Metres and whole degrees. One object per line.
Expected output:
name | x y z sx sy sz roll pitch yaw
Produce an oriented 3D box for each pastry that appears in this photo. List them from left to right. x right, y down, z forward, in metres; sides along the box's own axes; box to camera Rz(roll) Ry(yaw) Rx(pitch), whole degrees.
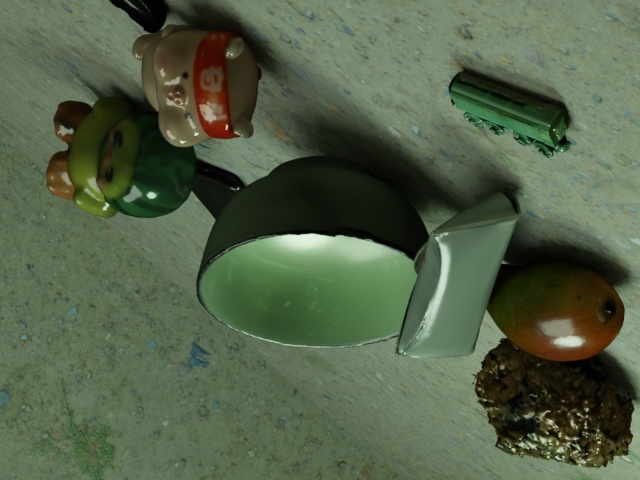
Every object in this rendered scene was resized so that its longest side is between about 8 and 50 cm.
pastry | 0.359 0.268 2.139 0.275 0.193 0.275 31 165 9

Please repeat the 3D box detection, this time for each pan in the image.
pan | -0.267 -0.348 1.869 0.115 0.040 0.212 34 173 8

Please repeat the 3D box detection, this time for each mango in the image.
mango | 0.304 0.092 1.835 0.146 0.129 0.289 24 177 -9

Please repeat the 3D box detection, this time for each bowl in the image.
bowl | 0.000 0.000 1.977 0.354 0.185 0.354 1 151 1

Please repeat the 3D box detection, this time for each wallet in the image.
wallet | -0.146 -0.041 2.603 0.170 0.044 0.321 23 158 38

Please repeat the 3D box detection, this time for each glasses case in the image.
glasses case | 0.173 0.047 1.806 0.308 0.128 0.083 101 150 -50

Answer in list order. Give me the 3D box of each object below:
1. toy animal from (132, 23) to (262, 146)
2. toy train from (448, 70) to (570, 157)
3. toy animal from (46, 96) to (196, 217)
toy animal | -0.162 -0.212 1.850 0.171 0.171 0.197 44 170 -31
toy train | 0.205 -0.137 1.485 0.148 0.038 0.071 26 161 34
toy animal | -0.341 -0.142 2.439 0.191 0.216 0.338 11 180 -40
